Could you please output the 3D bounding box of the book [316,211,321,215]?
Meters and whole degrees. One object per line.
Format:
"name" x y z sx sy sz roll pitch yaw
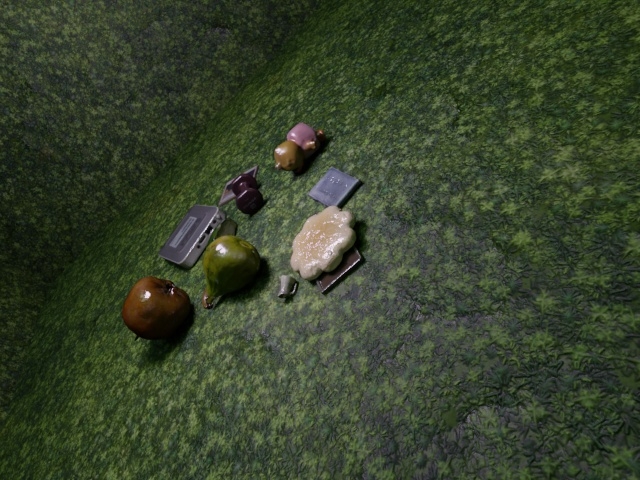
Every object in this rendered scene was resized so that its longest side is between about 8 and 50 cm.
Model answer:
"book" 0.009 -0.074 1.620 0.111 0.014 0.077 18 71 52

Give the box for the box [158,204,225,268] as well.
"box" -0.720 -0.034 2.264 0.373 0.090 0.367 8 64 50

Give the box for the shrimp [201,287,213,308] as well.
"shrimp" -0.473 0.236 1.808 0.178 0.034 0.124 -30 42 25

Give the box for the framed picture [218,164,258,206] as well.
"framed picture" -0.466 -0.313 2.327 0.265 0.018 0.192 -24 41 30

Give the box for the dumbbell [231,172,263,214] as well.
"dumbbell" -0.373 -0.239 2.071 0.140 0.124 0.225 -40 36 10

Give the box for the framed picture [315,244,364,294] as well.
"framed picture" 0.035 0.054 1.469 0.189 0.023 0.260 -42 36 8

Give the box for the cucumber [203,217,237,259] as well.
"cucumber" -0.485 0.014 1.950 0.105 0.145 0.325 -20 39 23

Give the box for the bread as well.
"bread" 0.000 0.000 1.496 0.316 0.054 0.316 -28 43 30

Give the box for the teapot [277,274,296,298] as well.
"teapot" -0.123 0.174 1.498 0.067 0.057 0.083 7 63 15

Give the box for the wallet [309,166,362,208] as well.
"wallet" 0.054 -0.214 1.687 0.167 0.036 0.222 -49 36 -2

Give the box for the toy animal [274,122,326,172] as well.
"toy animal" -0.113 -0.436 1.952 0.281 0.169 0.195 -55 34 -11

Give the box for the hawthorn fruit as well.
"hawthorn fruit" -0.746 0.318 1.816 0.301 0.268 0.268 -52 36 2

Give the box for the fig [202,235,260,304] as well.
"fig" -0.402 0.113 1.684 0.314 0.233 0.233 -32 38 6
